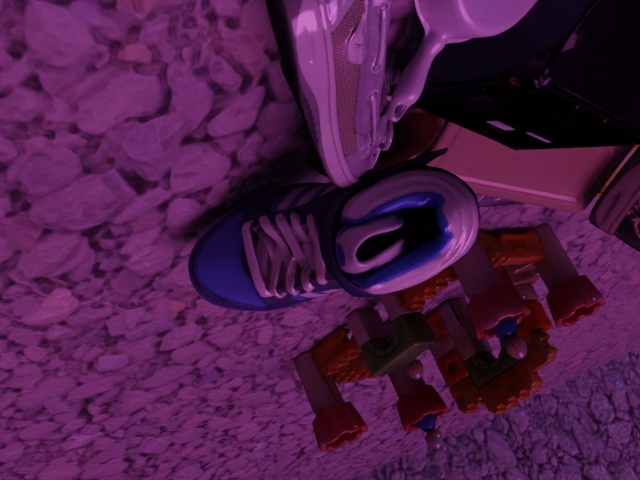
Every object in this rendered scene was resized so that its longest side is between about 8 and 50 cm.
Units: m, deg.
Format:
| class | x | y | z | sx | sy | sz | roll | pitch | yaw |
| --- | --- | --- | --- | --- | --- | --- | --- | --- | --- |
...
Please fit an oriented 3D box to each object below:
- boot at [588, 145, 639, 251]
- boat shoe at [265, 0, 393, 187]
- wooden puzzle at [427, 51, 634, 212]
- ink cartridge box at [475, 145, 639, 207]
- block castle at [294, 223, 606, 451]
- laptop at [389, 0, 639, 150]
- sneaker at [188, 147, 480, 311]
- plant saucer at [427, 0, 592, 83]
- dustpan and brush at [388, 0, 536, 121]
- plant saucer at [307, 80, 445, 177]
| class | x | y | z | sx | sy | sz | roll | pitch | yaw |
| --- | --- | --- | --- | --- | --- | --- | --- | --- | --- |
| boot | 0.494 | -0.053 | 1.239 | 0.138 | 0.284 | 0.377 | -36 | 165 | -43 |
| boat shoe | 0.024 | -0.147 | 0.984 | 0.103 | 0.118 | 0.320 | -20 | 152 | -2 |
| wooden puzzle | 0.245 | -0.121 | 1.294 | 0.220 | 0.044 | 0.239 | 10 | 145 | -15 |
| ink cartridge box | 0.323 | -0.108 | 1.485 | 0.303 | 0.072 | 0.307 | -7 | 151 | -40 |
| block castle | 0.204 | 0.178 | 1.823 | 0.303 | 0.213 | 0.453 | -2 | 149 | -47 |
| laptop | 0.243 | -0.180 | 1.103 | 0.264 | 0.137 | 0.234 | 1 | 170 | 43 |
| sneaker | 0.000 | 0.000 | 1.151 | 0.322 | 0.130 | 0.236 | -13 | -178 | 6 |
| plant saucer | 0.175 | -0.221 | 1.083 | 0.195 | 0.037 | 0.195 | -21 | 158 | -9 |
| dustpan and brush | 0.113 | -0.193 | 0.948 | 0.147 | 0.060 | 0.211 | 22 | 89 | -43 |
| plant saucer | 0.068 | -0.110 | 1.241 | 0.168 | 0.029 | 0.168 | -23 | 159 | -9 |
